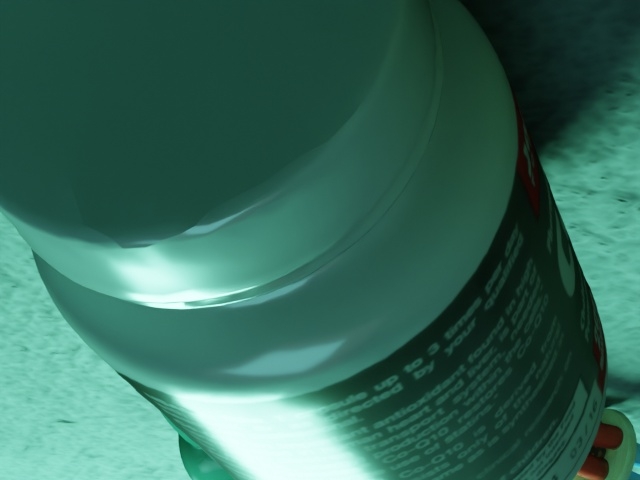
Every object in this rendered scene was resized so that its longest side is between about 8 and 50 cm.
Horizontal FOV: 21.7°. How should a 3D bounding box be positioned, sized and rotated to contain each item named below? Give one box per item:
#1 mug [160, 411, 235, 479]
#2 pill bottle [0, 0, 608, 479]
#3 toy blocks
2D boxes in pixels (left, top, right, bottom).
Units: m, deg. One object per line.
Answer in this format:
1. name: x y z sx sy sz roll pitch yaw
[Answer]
1. mug: -0.020 0.091 0.844 0.158 0.097 0.129 8 155 -4
2. pill bottle: 0.000 0.000 0.572 0.161 0.161 0.283 -2 154 18
3. toy blocks: 0.111 0.120 0.929 0.148 0.054 0.123 20 151 -29
